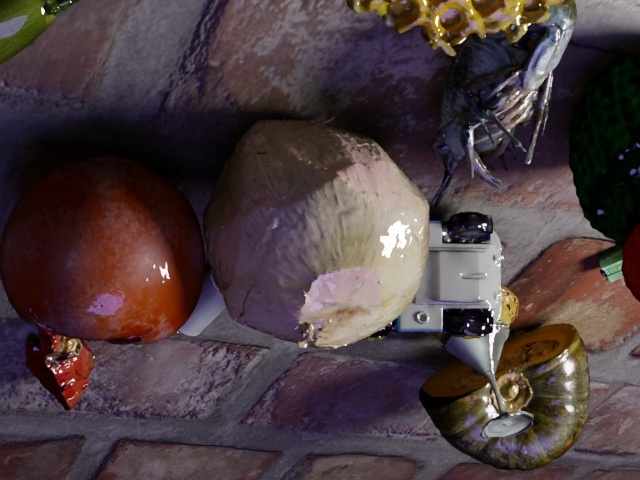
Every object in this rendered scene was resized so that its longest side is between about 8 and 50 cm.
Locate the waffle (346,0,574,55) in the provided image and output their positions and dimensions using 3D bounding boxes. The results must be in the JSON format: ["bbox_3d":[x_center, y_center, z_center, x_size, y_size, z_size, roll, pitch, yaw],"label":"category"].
[{"bbox_3d":[0.166,-0.335,0.950,0.329,0.062,0.329,-4,129,-5],"label":"waffle"}]

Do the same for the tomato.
[{"bbox_3d":[-0.278,0.011,1.207,0.264,0.265,0.265,-7,144,-5],"label":"tomato"}]

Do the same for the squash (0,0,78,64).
[{"bbox_3d":[-0.389,-0.215,1.009,0.331,0.087,0.087,-23,143,15],"label":"squash"}]

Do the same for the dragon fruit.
[{"bbox_3d":[-0.441,0.186,1.585,0.092,0.122,0.192,-39,153,-30],"label":"dragon fruit"}]

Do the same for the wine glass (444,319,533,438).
[{"bbox_3d":[0.292,0.241,1.597,0.122,0.183,0.122,-8,144,-6],"label":"wine glass"}]

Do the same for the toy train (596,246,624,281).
[{"bbox_3d":[0.528,0.033,1.619,0.093,0.038,0.056,-25,136,20],"label":"toy train"}]

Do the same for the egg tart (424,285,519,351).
[{"bbox_3d":[0.273,0.147,1.683,0.191,0.074,0.191,-8,143,-6],"label":"egg tart"}]

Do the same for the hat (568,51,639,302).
[{"bbox_3d":[0.456,-0.060,1.201,0.242,0.332,0.274,-9,142,13],"label":"hat"}]

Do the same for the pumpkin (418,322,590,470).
[{"bbox_3d":[0.369,0.312,1.774,0.324,0.242,0.232,-21,104,12],"label":"pumpkin"}]

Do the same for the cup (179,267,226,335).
[{"bbox_3d":[-0.180,0.096,1.512,0.116,0.074,0.104,-40,159,28],"label":"cup"}]

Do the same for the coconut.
[{"bbox_3d":[0.000,0.000,1.202,0.297,0.255,0.297,-6,121,-10],"label":"coconut"}]

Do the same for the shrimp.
[{"bbox_3d":[0.211,-0.158,1.157,0.137,0.172,0.372,19,129,14],"label":"shrimp"}]

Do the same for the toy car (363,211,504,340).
[{"bbox_3d":[0.134,0.055,1.446,0.314,0.198,0.166,0,175,-10],"label":"toy car"}]
